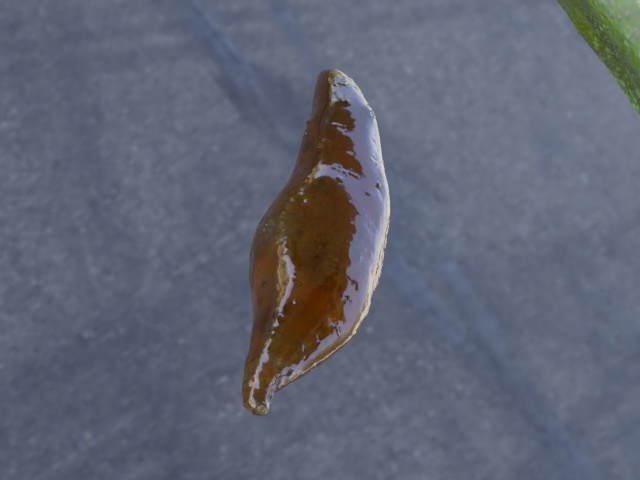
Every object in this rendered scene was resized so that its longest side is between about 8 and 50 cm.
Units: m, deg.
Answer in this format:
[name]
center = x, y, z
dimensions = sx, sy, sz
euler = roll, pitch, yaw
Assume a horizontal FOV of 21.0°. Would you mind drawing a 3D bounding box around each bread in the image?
[bread]
center = 0.206, -0.110, 1.085
dimensions = 0.301, 0.045, 0.301
euler = 53, 9, -12

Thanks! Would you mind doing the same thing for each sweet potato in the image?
[sweet potato]
center = 0.000, 0.004, 1.419
dimensions = 0.112, 0.112, 0.359
euler = 41, 46, -23
